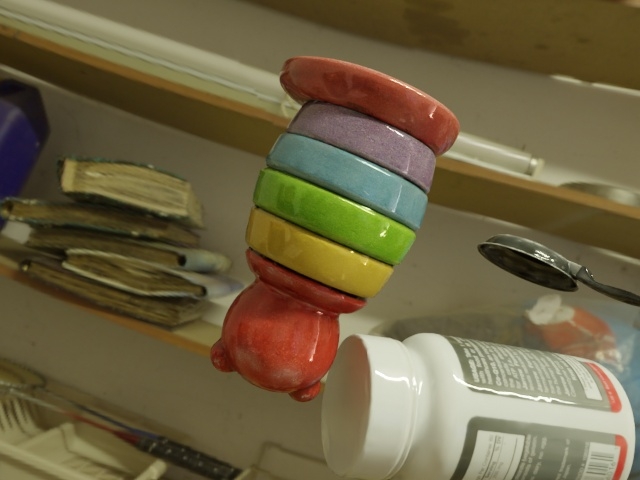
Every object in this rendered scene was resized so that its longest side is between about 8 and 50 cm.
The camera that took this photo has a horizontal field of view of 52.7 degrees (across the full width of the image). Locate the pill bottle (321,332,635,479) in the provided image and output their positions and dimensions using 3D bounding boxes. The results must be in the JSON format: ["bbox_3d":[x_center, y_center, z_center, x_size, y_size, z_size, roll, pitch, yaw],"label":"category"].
[{"bbox_3d":[0.154,0.182,0.663,0.283,0.161,0.161,12,-3,-16],"label":"pill bottle"}]

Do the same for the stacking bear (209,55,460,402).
[{"bbox_3d":[0.000,0.000,0.591,0.175,0.289,0.164,22,2,-16],"label":"stacking bear"}]

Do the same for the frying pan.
[{"bbox_3d":[0.411,0.042,1.152,0.197,0.053,0.326,29,-9,-16],"label":"frying pan"}]
